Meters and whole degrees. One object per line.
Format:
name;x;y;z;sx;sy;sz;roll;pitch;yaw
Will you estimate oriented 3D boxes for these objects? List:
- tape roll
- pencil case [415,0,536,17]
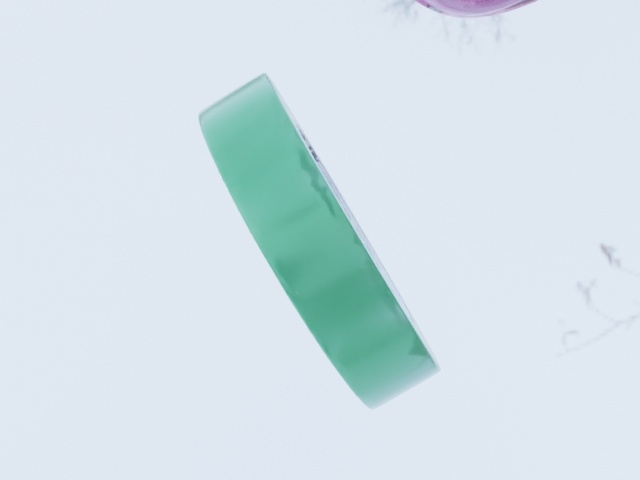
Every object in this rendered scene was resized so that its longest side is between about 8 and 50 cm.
tape roll;0.000;0.000;1.005;0.077;0.321;0.321;-31;-151;3
pencil case;0.007;-0.279;0.538;0.160;0.167;0.386;-8;-133;-30
